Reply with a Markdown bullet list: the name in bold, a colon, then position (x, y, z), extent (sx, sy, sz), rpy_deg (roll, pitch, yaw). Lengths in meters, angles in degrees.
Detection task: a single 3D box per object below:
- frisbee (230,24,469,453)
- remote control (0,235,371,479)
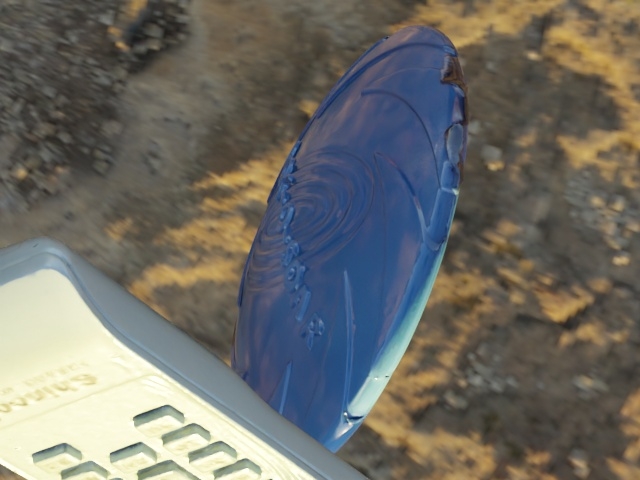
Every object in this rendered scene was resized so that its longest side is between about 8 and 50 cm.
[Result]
- **frisbee**: position (0.000, 0.000, 0.929), extent (0.045, 0.242, 0.242), rpy_deg (21, 92, -18)
- **remote control**: position (-0.039, 0.050, 0.472), extent (0.061, 0.029, 0.162), rpy_deg (-19, 142, 24)
